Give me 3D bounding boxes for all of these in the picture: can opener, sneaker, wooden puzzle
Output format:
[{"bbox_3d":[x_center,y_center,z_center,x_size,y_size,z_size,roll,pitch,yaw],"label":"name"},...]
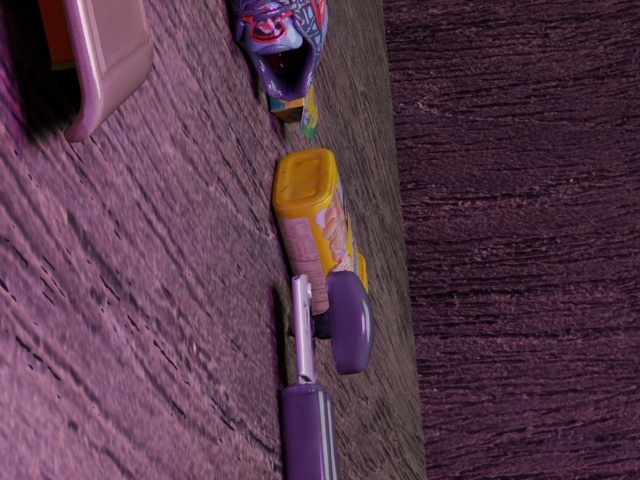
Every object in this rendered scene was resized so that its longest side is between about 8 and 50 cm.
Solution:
[{"bbox_3d":[0.011,0.164,1.249,0.076,0.095,0.283,57,26,-69],"label":"can opener"},{"bbox_3d":[-0.040,-0.242,1.260,0.262,0.104,0.125,71,16,-51],"label":"sneaker"},{"bbox_3d":[-0.139,-0.188,0.731,0.221,0.044,0.238,-90,175,-76],"label":"wooden puzzle"}]

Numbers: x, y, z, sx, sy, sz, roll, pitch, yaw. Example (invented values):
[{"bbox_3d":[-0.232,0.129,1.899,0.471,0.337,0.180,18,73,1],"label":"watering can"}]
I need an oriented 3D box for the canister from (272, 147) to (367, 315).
[{"bbox_3d":[0.000,0.000,1.405,0.126,0.073,0.170,-86,164,-54],"label":"canister"}]

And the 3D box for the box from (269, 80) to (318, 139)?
[{"bbox_3d":[-0.037,-0.204,1.449,0.105,0.043,0.179,19,61,-81],"label":"box"}]
